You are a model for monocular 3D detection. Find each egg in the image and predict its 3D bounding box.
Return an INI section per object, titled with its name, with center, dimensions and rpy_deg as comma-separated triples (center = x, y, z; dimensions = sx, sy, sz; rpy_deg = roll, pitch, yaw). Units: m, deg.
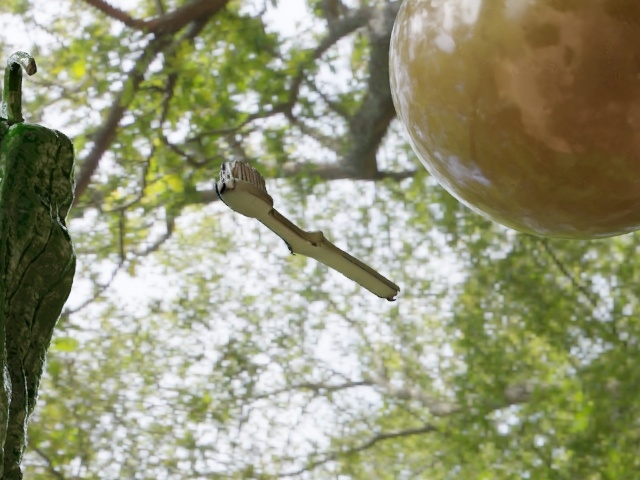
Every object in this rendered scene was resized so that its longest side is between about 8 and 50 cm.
[egg]
center = 0.218, -0.151, 1.003
dimensions = 0.374, 0.301, 0.301
rpy_deg = 7, -97, -46

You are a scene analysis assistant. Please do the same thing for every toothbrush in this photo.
[toothbrush]
center = 0.001, 0.005, 0.815
dimensions = 0.294, 0.026, 0.028
rpy_deg = 39, -139, -58

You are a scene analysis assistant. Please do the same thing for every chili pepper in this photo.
[chili pepper]
center = -0.159, 0.035, 0.546
dimensions = 0.100, 0.074, 0.257
rpy_deg = 70, -166, -62
